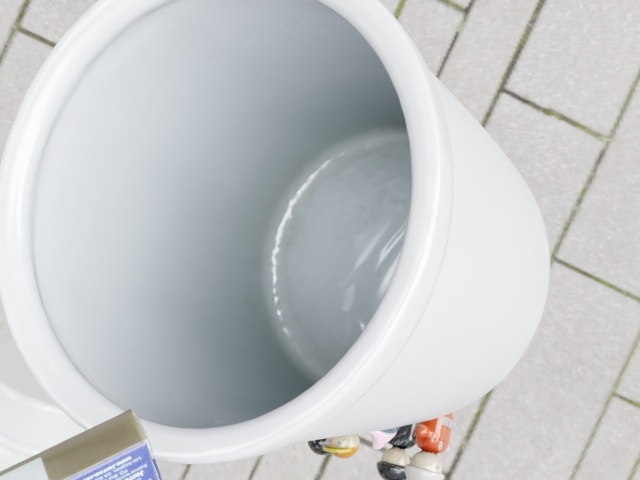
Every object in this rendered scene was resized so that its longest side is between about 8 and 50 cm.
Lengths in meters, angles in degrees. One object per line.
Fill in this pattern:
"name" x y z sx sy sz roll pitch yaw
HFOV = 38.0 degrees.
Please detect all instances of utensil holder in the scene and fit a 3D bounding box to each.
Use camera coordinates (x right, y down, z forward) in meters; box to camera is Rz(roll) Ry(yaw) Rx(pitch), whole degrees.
"utensil holder" 0.000 0.000 0.745 0.327 0.385 0.328 -5 79 25

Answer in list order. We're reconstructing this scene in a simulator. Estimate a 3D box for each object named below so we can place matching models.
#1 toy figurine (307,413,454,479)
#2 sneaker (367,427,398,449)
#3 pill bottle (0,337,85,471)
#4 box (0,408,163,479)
"toy figurine" 0.088 0.295 1.449 0.209 0.213 0.148 18 78 -14
"sneaker" -0.033 0.195 1.287 0.318 0.112 0.131 18 109 15
"pill bottle" -0.321 0.304 1.043 0.204 0.204 0.361 15 106 -10
"box" -0.128 0.209 0.497 0.136 0.036 0.225 -24 123 -18
